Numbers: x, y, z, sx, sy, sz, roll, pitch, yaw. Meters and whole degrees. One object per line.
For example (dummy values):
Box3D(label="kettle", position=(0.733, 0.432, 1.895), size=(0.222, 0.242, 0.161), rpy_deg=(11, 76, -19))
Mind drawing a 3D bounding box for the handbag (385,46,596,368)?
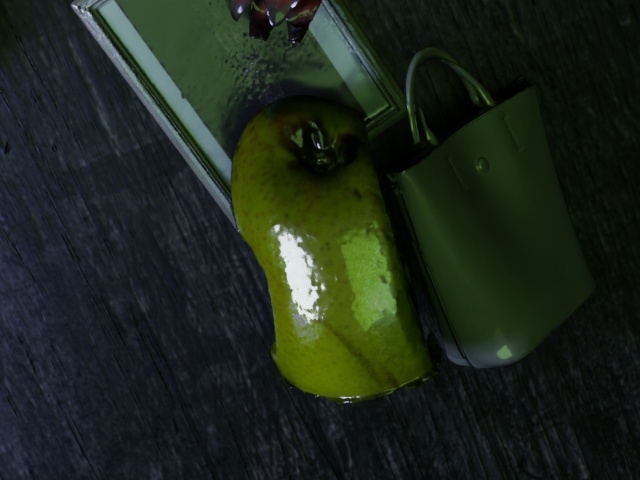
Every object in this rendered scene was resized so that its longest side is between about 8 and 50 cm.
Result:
Box3D(label="handbag", position=(0.169, -0.046, 1.165), size=(0.241, 0.109, 0.315), rpy_deg=(-35, 117, -40))

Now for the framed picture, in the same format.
Box3D(label="framed picture", position=(-0.073, -0.183, 1.172), size=(0.231, 0.018, 0.293), rpy_deg=(-35, 108, 3))

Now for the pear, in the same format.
Box3D(label="pear", position=(0.000, 0.000, 1.106), size=(0.164, 0.238, 0.255), rpy_deg=(-16, 119, 3))

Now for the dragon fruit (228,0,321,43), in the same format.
Box3D(label="dragon fruit", position=(-0.036, -0.269, 1.080), size=(0.121, 0.130, 0.142), rpy_deg=(26, 141, -22))
